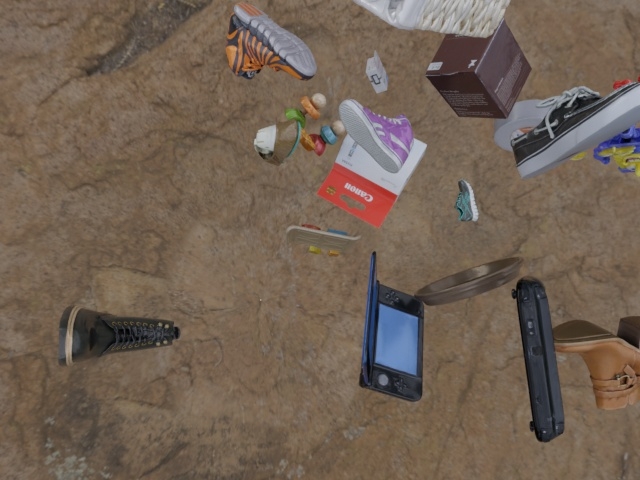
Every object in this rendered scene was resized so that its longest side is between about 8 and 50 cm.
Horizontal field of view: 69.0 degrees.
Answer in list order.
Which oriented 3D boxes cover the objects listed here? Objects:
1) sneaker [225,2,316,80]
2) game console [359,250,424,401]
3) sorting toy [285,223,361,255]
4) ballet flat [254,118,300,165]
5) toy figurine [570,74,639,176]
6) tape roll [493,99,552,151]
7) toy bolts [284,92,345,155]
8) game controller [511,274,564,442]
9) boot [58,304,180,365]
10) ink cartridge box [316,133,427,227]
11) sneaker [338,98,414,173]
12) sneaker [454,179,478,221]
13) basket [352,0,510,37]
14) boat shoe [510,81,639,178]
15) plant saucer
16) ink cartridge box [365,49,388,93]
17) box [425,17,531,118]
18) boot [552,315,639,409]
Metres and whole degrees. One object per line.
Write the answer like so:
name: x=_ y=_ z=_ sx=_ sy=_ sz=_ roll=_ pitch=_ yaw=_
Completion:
sneaker: x=-0.155 y=-0.538 z=1.384 sx=0.321 sy=0.180 sz=0.125 roll=46 pitch=42 yaw=14
game console: x=0.187 y=0.215 z=1.154 sx=0.250 sy=0.173 sz=0.293 roll=21 pitch=55 yaw=-16
sorting toy: x=0.000 y=0.000 z=1.543 sx=0.229 sy=0.307 sz=0.041 roll=7 pitch=78 yaw=-3
ballet flat: x=-0.156 y=-0.324 z=1.545 sx=0.124 sy=0.342 sz=0.116 roll=6 pitch=88 yaw=-13
toy figurine: x=0.746 y=-0.235 z=1.041 sx=0.217 sy=0.363 sz=0.191 roll=23 pitch=79 yaw=-34
tape roll: x=0.710 y=-0.386 z=1.595 sx=0.219 sy=0.219 sz=0.072 roll=11 pitch=72 yaw=-6
toy bolts: x=0.003 y=-0.438 z=1.816 sx=0.158 sy=0.228 sz=0.218 roll=-34 pitch=51 yaw=16
game controller: x=0.442 y=0.232 z=0.947 sx=0.067 sy=0.166 sz=0.319 roll=-7 pitch=88 yaw=24
boot: x=-0.270 y=0.128 z=0.646 sx=0.137 sy=0.198 sz=0.076 roll=4 pitch=87 yaw=-13
ink cartridge box: x=0.204 y=-0.290 z=1.901 sx=0.308 sy=0.091 sz=0.385 roll=30 pitch=82 yaw=12
sneaker: x=0.181 y=-0.358 z=1.437 sx=0.282 sy=0.102 sz=0.161 roll=43 pitch=71 yaw=-29
sneaker: x=0.540 y=-0.147 z=1.761 sx=0.076 sy=0.065 sz=0.166 roll=-13 pitch=83 yaw=-3
basket: x=0.188 y=-0.562 z=0.780 sx=0.266 sy=0.328 sz=0.331 roll=-9 pitch=48 yaw=-34
boat shoe: x=0.427 y=-0.202 z=0.792 sx=0.113 sy=0.306 sz=0.104 roll=-19 pitch=82 yaw=-6
plant saucer: x=0.370 y=0.104 z=1.160 sx=0.278 sy=0.278 sz=0.041 roll=-21 pitch=86 yaw=-9
ink cartridge box: x=0.129 y=-0.392 z=1.084 sx=0.028 sy=0.083 sz=0.048 roll=-9 pitch=54 yaw=27
box: x=0.431 y=-0.457 z=1.265 sx=0.203 sy=0.168 sz=0.167 roll=33 pitch=84 yaw=-40
boot: x=0.679 y=0.306 z=1.139 sx=0.284 sy=0.109 sz=0.220 roll=-6 pitch=106 yaw=-15
